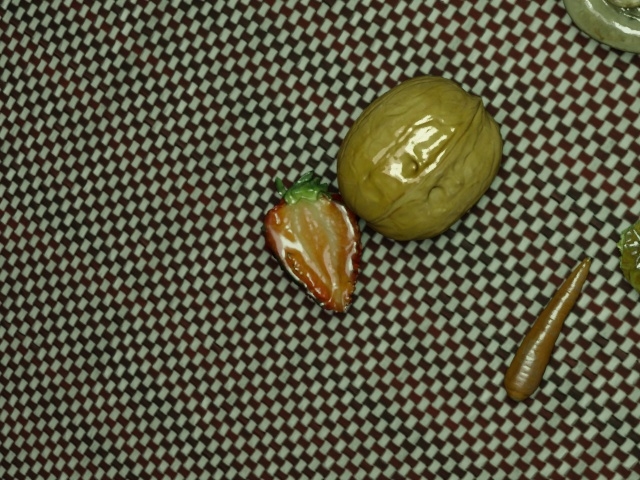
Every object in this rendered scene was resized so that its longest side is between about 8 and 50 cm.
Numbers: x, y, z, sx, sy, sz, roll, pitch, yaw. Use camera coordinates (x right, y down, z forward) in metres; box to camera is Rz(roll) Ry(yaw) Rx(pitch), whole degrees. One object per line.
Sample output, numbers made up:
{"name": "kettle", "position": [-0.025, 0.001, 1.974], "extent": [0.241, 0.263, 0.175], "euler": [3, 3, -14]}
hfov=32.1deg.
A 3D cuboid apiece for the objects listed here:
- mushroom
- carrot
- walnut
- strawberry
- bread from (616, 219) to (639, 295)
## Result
{"name": "mushroom", "position": [0.390, -0.335, 1.359], "extent": [0.206, 0.209, 0.206], "euler": [-14, 67, 35]}
{"name": "carrot", "position": [0.305, 0.116, 1.484], "extent": [0.048, 0.048, 0.216], "euler": [28, 95, 15]}
{"name": "walnut", "position": [0.129, -0.105, 1.458], "extent": [0.226, 0.193, 0.193], "euler": [-37, 81, 14]}
{"name": "strawberry", "position": [-0.001, -0.004, 1.553], "extent": [0.192, 0.085, 0.140], "euler": [39, 102, 12]}
{"name": "bread", "position": [0.422, 0.031, 1.432], "extent": [0.066, 0.060, 0.110], "euler": [-31, 83, -13]}
